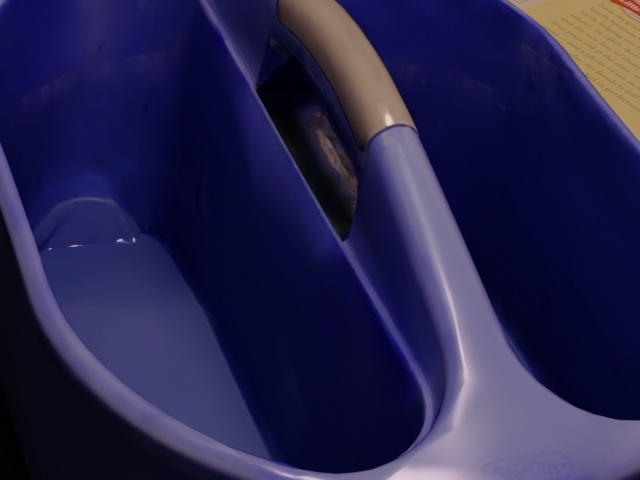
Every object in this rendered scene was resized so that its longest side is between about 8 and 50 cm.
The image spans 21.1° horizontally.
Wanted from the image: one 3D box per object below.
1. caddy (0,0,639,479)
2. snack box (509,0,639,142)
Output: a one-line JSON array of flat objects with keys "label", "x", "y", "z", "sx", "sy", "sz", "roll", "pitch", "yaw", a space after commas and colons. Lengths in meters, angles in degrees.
[{"label": "caddy", "x": 0.000, "y": 0.000, "z": 0.631, "sx": 0.241, "sy": 0.179, "sz": 0.341, "roll": -8, "pitch": 41, "yaw": -20}, {"label": "snack box", "x": 0.151, "y": -0.073, "z": 0.850, "sx": 0.187, "sy": 0.060, "sz": 0.322, "roll": -23, "pitch": 48, "yaw": -34}]
